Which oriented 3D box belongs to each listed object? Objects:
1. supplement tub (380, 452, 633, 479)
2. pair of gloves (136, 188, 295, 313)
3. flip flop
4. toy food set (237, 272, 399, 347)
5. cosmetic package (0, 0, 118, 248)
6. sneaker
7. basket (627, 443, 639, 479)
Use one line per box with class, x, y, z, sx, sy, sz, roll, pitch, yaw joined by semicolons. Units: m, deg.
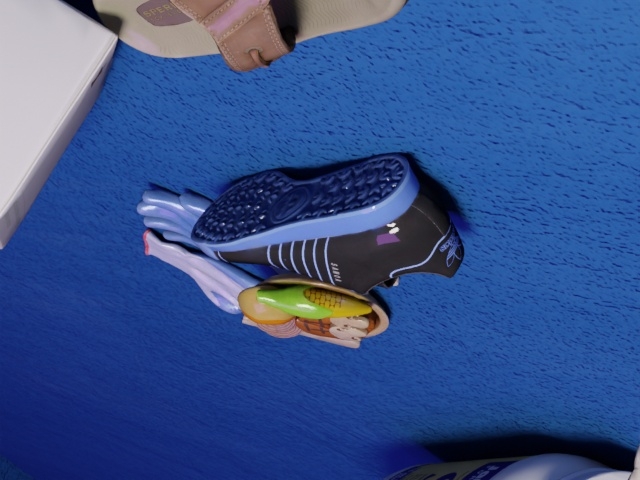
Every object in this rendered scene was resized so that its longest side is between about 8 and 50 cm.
supplement tub;0.183;0.327;1.162;0.241;0.241;0.331;35;155;-16
pair of gloves;-0.092;0.019;1.105;0.159;0.023;0.198;27;156;3
flip flop;-0.053;-0.134;0.680;0.277;0.080;0.112;-2;141;51
toy food set;-0.007;0.066;1.056;0.132;0.039;0.192;13;156;-3
cosmetic package;-0.331;-0.155;0.810;0.365;0.155;0.197;32;169;-7
sneaker;0.000;0.000;0.895;0.232;0.081;0.090;-4;134;48
basket;0.343;0.135;0.585;0.328;0.266;0.331;9;152;34
